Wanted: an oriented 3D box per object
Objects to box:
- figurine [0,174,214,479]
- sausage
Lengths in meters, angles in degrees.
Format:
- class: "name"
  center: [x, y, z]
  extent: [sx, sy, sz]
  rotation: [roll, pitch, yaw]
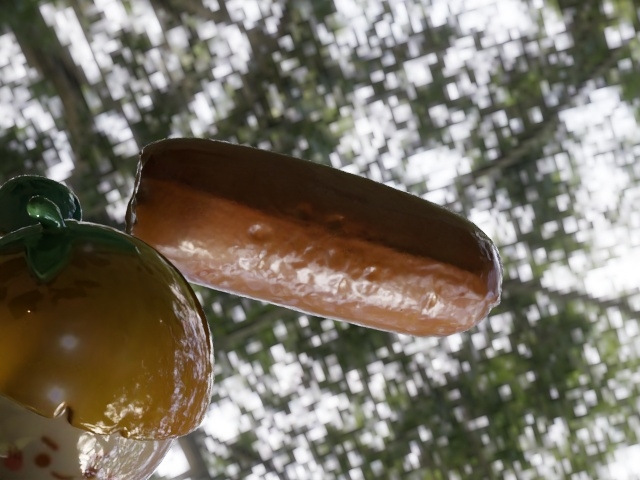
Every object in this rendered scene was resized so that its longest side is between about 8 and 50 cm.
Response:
- class: "figurine"
  center: [-0.114, 0.088, 0.711]
  extent: [0.124, 0.222, 0.324]
  rotation: [20, -164, -19]
- class: "sausage"
  center: [0.000, 0.000, 0.907]
  extent: [0.198, 0.076, 0.076]
  rotation: [16, -151, -18]
